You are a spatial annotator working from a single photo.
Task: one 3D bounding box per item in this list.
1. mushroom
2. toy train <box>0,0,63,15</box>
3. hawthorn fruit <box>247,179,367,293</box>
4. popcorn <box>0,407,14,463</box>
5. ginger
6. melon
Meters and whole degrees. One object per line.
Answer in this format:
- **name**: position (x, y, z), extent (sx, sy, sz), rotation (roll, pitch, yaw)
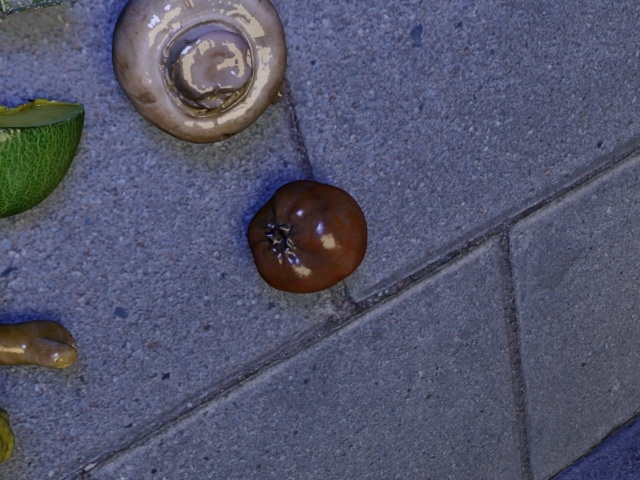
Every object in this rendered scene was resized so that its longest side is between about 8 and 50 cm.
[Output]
- **mushroom**: position (-0.156, -0.252, 0.989), extent (0.255, 0.184, 0.254), rotation (-6, 105, -24)
- **toy train**: position (-0.404, -0.366, 0.800), extent (0.178, 0.134, 0.260), rotation (-25, 128, -29)
- **hawthorn fruit**: position (0.000, 0.000, 1.238), extent (0.251, 0.199, 0.199), rotation (11, 110, -53)
- **popcorn**: position (-0.564, 0.275, 0.987), extent (0.250, 0.242, 0.234), rotation (-20, 122, -26)
- **ginger**: position (-0.509, 0.148, 1.043), extent (0.299, 0.118, 0.065), rotation (6, 97, -27)
- **melon**: position (-0.435, -0.093, 0.935), extent (0.265, 0.129, 0.169), rotation (-5, 121, -31)
